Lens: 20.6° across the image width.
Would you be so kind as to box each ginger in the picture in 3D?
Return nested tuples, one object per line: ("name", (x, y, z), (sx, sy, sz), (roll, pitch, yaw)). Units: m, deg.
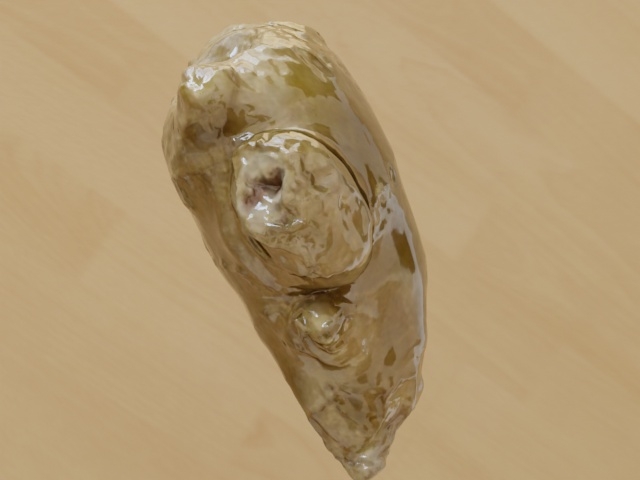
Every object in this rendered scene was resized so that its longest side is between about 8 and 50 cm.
("ginger", (0.000, 0.000, 1.016), (0.123, 0.219, 0.270), (-28, 81, 6))
